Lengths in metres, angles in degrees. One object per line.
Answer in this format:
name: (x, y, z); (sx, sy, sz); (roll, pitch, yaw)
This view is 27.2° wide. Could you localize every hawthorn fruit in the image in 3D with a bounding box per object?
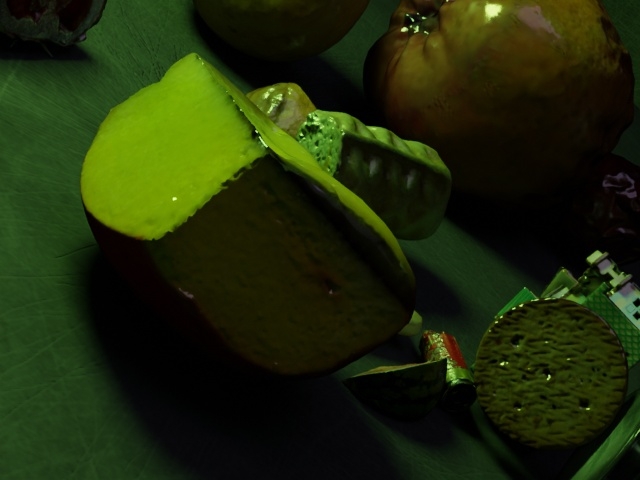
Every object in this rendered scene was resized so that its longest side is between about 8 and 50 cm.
hawthorn fruit: (0.321, -0.269, 2.230); (0.472, 0.472, 0.472); (31, 25, -16)

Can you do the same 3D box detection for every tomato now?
tomato: (-0.392, -0.354, 1.732); (0.155, 0.180, 0.214); (28, 10, 25)

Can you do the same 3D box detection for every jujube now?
jujube: (0.510, -0.081, 2.447); (0.216, 0.216, 0.342); (32, 18, -12)

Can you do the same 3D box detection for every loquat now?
loquat: (-0.064, -0.451, 2.141); (0.328, 0.328, 0.328); (31, 25, -16)
loquat: (-0.059, -0.164, 1.899); (0.137, 0.113, 0.137); (33, 44, -39)

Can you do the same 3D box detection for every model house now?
model house: (0.294, 0.155, 1.709); (0.206, 0.271, 0.178); (-35, 76, -32)

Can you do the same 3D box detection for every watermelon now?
watermelon: (0.108, 0.181, 1.582); (0.163, 0.087, 0.069); (-3, 83, -53)

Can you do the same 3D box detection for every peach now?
peach: (-0.078, 0.003, 1.405); (0.306, 0.242, 0.380); (45, 0, -41)

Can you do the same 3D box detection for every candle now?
candle: (0.159, 0.157, 1.682); (0.052, 0.052, 0.130); (24, 27, -28)

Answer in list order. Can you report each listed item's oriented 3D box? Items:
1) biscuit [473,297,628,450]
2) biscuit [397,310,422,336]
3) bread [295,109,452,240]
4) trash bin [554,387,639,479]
biscuit: (0.278, 0.162, 1.606); (0.188, 0.188, 0.027); (45, 3, 17)
biscuit: (0.000, 0.000, 1.748); (0.217, 0.044, 0.325); (22, 26, -36)
bread: (0.076, -0.083, 1.808); (0.268, 0.130, 0.152); (15, 67, -44)
trash bin: (0.439, 0.344, 1.553); (0.301, 0.203, 0.252); (40, 62, 2)
